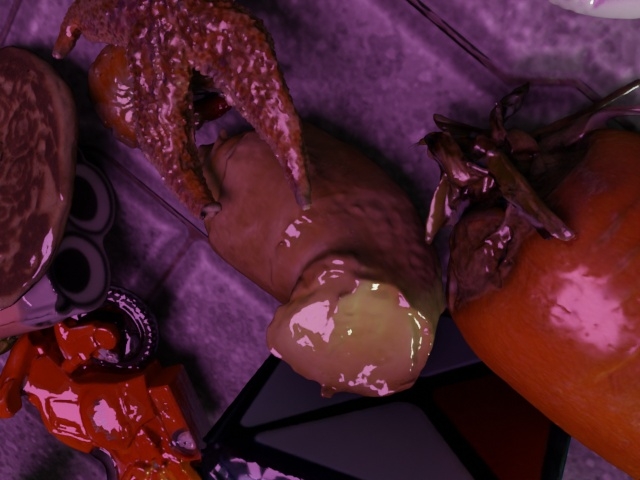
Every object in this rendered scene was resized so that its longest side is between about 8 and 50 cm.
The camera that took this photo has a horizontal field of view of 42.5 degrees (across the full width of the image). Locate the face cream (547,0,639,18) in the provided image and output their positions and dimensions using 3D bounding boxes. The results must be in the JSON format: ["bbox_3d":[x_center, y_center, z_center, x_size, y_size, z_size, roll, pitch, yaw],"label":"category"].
[{"bbox_3d":[0.184,-0.237,0.473,0.205,0.111,0.206,11,121,18],"label":"face cream"}]

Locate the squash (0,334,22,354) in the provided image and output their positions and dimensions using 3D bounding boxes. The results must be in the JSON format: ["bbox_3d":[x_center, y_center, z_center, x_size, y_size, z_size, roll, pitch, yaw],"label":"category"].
[{"bbox_3d":[-0.422,0.106,0.930,0.252,0.066,0.066,-2,116,24],"label":"squash"}]

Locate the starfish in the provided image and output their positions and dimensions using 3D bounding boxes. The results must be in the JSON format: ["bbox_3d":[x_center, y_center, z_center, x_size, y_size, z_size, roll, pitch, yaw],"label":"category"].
[{"bbox_3d":[-0.089,-0.178,0.595,0.299,0.060,0.303,33,111,29],"label":"starfish"}]

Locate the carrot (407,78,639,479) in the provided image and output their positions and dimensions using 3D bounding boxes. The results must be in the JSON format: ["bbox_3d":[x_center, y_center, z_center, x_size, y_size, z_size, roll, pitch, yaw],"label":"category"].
[{"bbox_3d":[0.199,0.028,0.556,0.331,0.193,0.214,37,127,0],"label":"carrot"}]

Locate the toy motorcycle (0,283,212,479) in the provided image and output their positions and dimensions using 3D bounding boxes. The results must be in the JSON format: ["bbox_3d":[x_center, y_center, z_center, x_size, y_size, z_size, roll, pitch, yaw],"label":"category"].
[{"bbox_3d":[-0.222,0.203,0.856,0.221,0.148,0.326,-14,110,18],"label":"toy motorcycle"}]

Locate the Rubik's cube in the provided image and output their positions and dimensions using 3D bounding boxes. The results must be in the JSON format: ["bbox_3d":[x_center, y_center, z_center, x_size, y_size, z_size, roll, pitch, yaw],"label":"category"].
[{"bbox_3d":[0.062,0.217,0.685,0.248,0.250,0.247,13,121,18],"label":"Rubik's cube"}]

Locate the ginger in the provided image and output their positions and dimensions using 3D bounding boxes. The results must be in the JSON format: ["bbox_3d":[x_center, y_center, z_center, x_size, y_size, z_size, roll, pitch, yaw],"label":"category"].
[{"bbox_3d":[0.000,0.000,0.651,0.267,0.152,0.138,50,133,31],"label":"ginger"}]

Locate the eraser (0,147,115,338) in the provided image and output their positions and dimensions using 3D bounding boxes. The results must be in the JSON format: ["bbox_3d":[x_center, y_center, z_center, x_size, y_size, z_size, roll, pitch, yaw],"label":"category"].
[{"bbox_3d":[-0.337,0.024,0.813,0.290,0.087,0.171,-14,66,28],"label":"eraser"}]

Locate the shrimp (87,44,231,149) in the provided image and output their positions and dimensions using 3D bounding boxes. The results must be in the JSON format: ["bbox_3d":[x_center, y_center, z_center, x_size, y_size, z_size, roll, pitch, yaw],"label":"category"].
[{"bbox_3d":[-0.119,-0.127,0.693,0.190,0.042,0.101,1,109,26],"label":"shrimp"}]

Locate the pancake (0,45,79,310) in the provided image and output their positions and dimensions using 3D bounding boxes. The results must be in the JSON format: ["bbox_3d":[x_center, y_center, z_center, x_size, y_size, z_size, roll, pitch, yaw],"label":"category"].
[{"bbox_3d":[-0.301,-0.057,0.737,0.250,0.031,0.250,-9,73,32],"label":"pancake"}]
